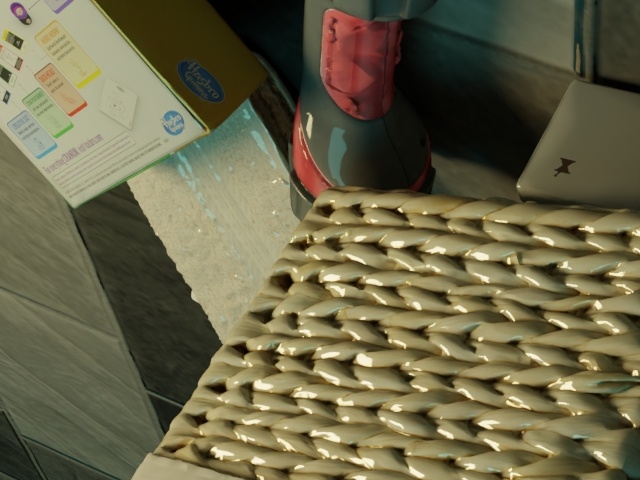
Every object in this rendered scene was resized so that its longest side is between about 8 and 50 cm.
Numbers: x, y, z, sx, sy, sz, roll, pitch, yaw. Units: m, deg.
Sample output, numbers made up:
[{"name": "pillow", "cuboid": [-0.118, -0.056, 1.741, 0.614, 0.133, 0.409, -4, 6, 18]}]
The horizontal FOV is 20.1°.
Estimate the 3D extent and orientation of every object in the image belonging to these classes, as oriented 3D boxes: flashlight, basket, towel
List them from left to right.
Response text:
[{"name": "towel", "cuboid": [-0.053, -0.010, 1.352, 0.187, 0.049, 0.282, -6, 123, 44]}, {"name": "flashlight", "cuboid": [0.031, -0.107, 1.104, 0.103, 0.103, 0.304, 2, 152, -2]}, {"name": "basket", "cuboid": [0.123, 0.165, 1.081, 0.331, 0.266, 0.328, 5, 145, 42]}]

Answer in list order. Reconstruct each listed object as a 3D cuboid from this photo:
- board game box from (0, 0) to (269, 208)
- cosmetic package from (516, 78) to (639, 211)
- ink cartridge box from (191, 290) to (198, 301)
[{"name": "board game box", "cuboid": [-0.206, -0.179, 1.196, 0.316, 0.064, 0.242, 49, 151, -12]}, {"name": "cosmetic package", "cuboid": [0.327, 0.061, 1.090, 0.377, 0.097, 0.284, 17, 154, 27]}, {"name": "ink cartridge box", "cuboid": [0.000, 0.000, 1.413, 0.181, 0.056, 0.225, 26, 136, 10]}]
